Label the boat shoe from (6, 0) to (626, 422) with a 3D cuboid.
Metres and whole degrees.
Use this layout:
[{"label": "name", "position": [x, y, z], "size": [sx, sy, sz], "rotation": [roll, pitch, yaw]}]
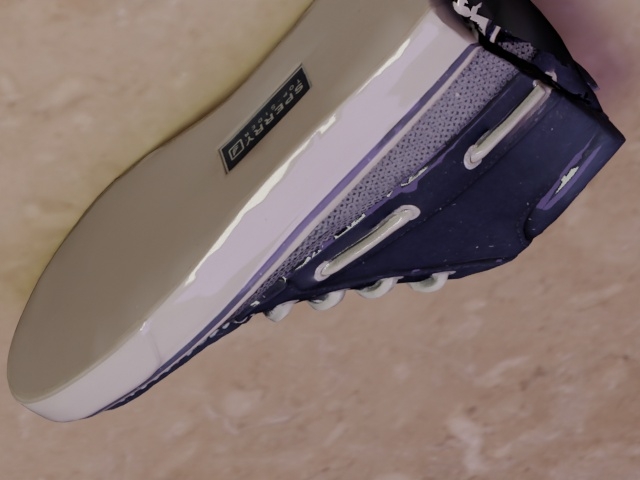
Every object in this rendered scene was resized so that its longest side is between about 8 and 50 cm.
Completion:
[{"label": "boat shoe", "position": [0.000, 0.000, 0.965], "size": [0.158, 0.127, 0.340], "rotation": [32, 118, -33]}]
